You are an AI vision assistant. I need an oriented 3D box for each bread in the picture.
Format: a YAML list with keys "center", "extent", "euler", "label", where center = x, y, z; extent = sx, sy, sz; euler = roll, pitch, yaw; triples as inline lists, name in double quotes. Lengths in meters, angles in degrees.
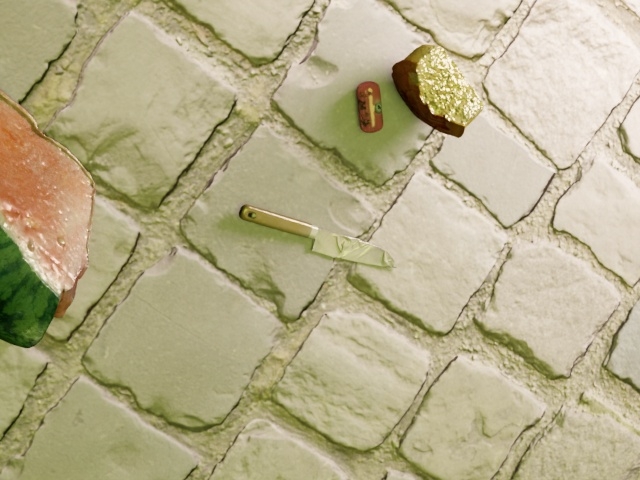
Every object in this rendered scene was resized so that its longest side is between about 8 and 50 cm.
- center: [0.182, -0.237, 1.738]
  extent: [0.086, 0.125, 0.156]
  euler: [-43, 100, -14]
  label: "bread"

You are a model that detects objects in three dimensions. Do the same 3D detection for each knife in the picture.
- center: [-0.001, -0.001, 1.782]
  extent: [0.297, 0.017, 0.047]
  euler: [16, 97, -23]
  label: "knife"

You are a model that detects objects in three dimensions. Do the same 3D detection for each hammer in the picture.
- center: [0.081, -0.216, 1.751]
  extent: [0.043, 0.043, 0.083]
  euler: [-9, 104, -16]
  label: "hammer"

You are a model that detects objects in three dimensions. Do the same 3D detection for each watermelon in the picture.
- center: [-0.454, -0.021, 1.532]
  extent: [0.292, 0.222, 0.319]
  euler: [36, 89, -25]
  label: "watermelon"
